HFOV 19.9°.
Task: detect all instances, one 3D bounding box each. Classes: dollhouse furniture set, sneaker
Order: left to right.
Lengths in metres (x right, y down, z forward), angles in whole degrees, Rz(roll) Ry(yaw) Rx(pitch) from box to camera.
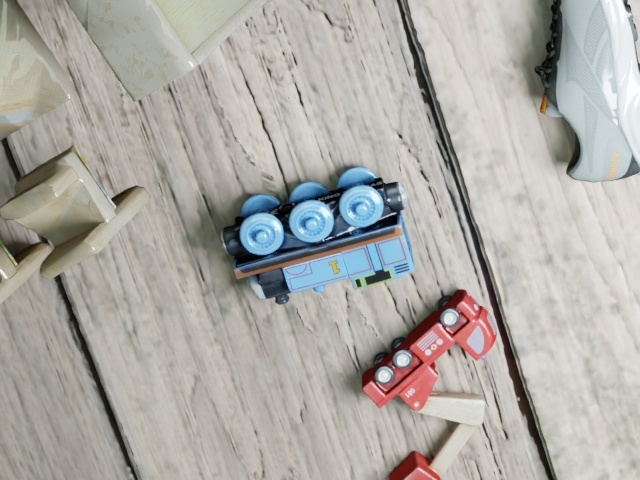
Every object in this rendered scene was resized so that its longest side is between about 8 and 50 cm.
[{"bbox_3d":[-0.256,-0.183,1.660,0.394,0.256,0.362,-26,104,29],"label":"dollhouse furniture set"},{"bbox_3d":[0.242,-0.176,1.678,0.108,0.100,0.271,-15,105,11],"label":"sneaker"}]

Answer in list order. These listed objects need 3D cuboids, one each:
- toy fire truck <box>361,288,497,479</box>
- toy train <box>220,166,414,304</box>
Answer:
[{"bbox_3d":[0.114,0.155,1.796,0.192,0.047,0.135,-42,101,10],"label":"toy fire truck"},{"bbox_3d":[0.000,0.000,1.741,0.184,0.080,0.105,-16,110,5],"label":"toy train"}]
